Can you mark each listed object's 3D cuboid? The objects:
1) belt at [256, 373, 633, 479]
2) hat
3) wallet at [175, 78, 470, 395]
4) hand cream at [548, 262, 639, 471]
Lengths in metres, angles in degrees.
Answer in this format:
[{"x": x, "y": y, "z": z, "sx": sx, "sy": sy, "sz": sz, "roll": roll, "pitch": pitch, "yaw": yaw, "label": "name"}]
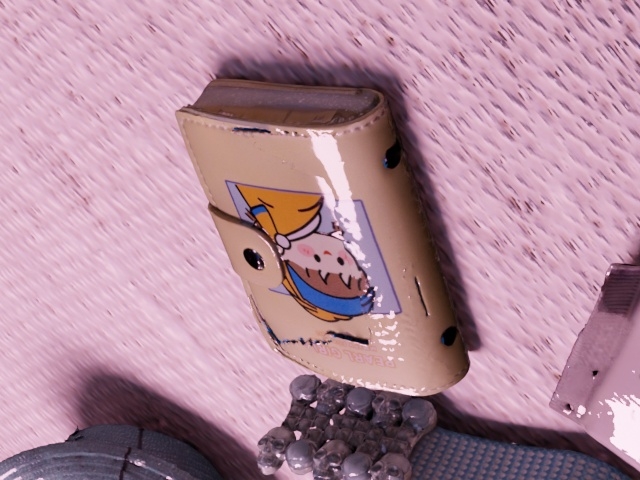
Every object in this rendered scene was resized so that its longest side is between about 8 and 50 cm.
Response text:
[{"x": 0.067, "y": 0.116, "z": 0.789, "sx": 0.179, "sy": 0.065, "sz": 0.100, "roll": -2, "pitch": 136, "yaw": 41, "label": "belt"}, {"x": -0.109, "y": 0.154, "z": 0.979, "sx": 0.191, "sy": 0.078, "sz": 0.138, "roll": 17, "pitch": 151, "yaw": -1, "label": "hat"}, {"x": 0.000, "y": 0.000, "z": 0.736, "sx": 0.110, "sy": 0.039, "sz": 0.155, "roll": 8, "pitch": 133, "yaw": 35, "label": "wallet"}, {"x": 0.241, "y": 0.127, "z": 0.646, "sx": 0.336, "sy": 0.076, "sz": 0.121, "roll": 34, "pitch": 143, "yaw": 20, "label": "hand cream"}]
